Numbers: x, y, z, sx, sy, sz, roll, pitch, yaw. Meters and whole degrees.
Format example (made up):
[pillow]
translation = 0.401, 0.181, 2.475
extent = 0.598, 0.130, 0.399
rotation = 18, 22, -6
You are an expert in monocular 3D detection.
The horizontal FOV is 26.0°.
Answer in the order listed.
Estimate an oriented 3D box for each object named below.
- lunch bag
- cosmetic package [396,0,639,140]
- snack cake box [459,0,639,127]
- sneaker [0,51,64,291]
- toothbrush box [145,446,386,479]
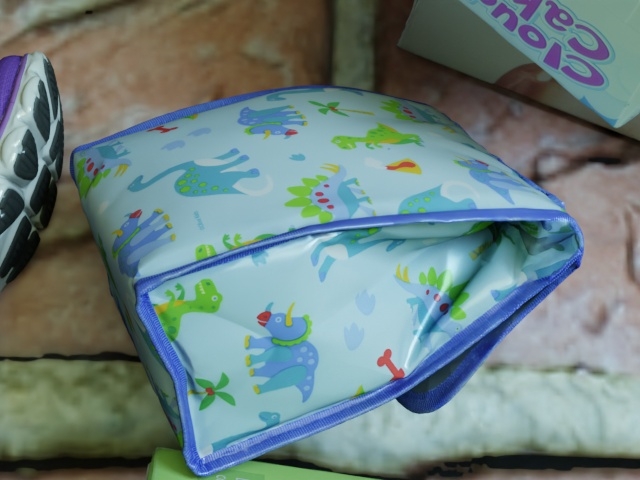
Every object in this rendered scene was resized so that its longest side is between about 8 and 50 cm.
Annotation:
[lunch bag]
translation = 0.000, 0.000, 0.500
extent = 0.151, 0.129, 0.096
rotation = -21, 121, -11
[cosmetic package]
translation = 0.199, -0.110, 0.571
extent = 0.296, 0.129, 0.153
rotation = 22, 72, -1
[snack cake box]
translation = 0.132, -0.186, 0.470
extent = 0.152, 0.089, 0.264
rotation = 41, 71, 4
[sneaker]
translation = -0.151, -0.003, 0.521
extent = 0.071, 0.068, 0.170
rotation = 23, 71, 6
[toothbrush box]
translation = 0.072, 0.178, 0.408
extent = 0.283, 0.206, 0.122
rotation = 8, 110, -5
